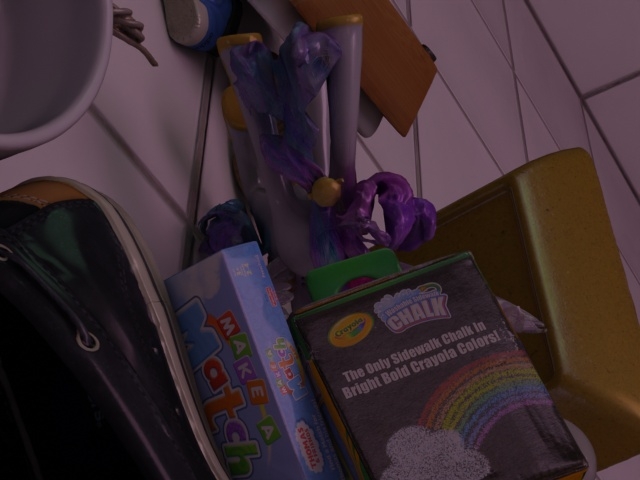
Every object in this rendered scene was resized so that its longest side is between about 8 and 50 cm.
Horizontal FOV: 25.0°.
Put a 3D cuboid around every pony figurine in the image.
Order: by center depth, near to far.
[{"bbox_3d":[0.000,0.000,1.223,0.351,0.303,0.363,-160,-117,-81],"label":"pony figurine"}]

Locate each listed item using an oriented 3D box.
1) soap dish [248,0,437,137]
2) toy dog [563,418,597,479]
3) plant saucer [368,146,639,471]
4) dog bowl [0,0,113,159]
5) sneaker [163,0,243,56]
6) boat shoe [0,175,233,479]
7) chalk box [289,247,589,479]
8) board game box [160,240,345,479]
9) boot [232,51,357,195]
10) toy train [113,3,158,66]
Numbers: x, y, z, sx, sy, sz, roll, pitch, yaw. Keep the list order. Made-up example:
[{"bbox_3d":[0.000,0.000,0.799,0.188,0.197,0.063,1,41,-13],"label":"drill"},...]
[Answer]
[{"bbox_3d":[-0.006,-0.263,1.573,0.229,0.118,0.291,46,5,-43],"label":"soap dish"},{"bbox_3d":[0.043,0.245,1.071,0.161,0.333,0.220,21,8,-33],"label":"toy dog"},{"bbox_3d":[0.128,0.092,1.363,0.081,0.333,0.332,34,37,-42],"label":"plant saucer"},{"bbox_3d":[-0.257,-0.170,0.902,0.265,0.104,0.264,30,52,-48],"label":"dog bowl"},{"bbox_3d":[-0.123,-0.261,1.486,0.085,0.058,0.152,20,54,-56],"label":"sneaker"},{"bbox_3d":[-0.118,0.195,0.850,0.156,0.187,0.500,-9,73,-59],"label":"boat shoe"},{"bbox_3d":[0.058,0.104,0.939,0.132,0.132,0.213,93,-25,-57],"label":"chalk box"},{"bbox_3d":[-0.092,0.111,0.949,0.039,0.211,0.160,-13,80,-48],"label":"board game box"},{"bbox_3d":[-0.008,-0.080,1.539,0.207,0.090,0.248,43,27,-44],"label":"boot"},{"bbox_3d":[-0.229,-0.238,1.159,0.248,0.105,0.143,35,24,-55],"label":"toy train"}]
